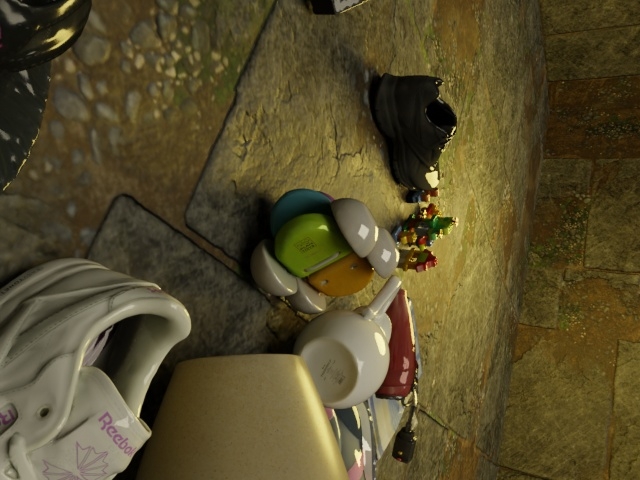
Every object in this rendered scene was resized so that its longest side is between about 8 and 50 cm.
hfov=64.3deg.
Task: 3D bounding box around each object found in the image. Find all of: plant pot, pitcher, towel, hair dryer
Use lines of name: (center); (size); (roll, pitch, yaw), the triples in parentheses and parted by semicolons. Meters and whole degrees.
plant pot: (-0.072, 0.250, 0.472); (0.257, 0.257, 0.273); (26, 56, -58)
pitcher: (0.050, 0.132, 0.708); (0.177, 0.126, 0.207); (-64, 164, 10)
towel: (0.139, 0.266, 1.014); (0.285, 0.034, 0.209); (-40, 125, -53)
hair dryer: (0.137, 0.224, 0.931); (0.223, 0.080, 0.293); (-60, 148, -66)

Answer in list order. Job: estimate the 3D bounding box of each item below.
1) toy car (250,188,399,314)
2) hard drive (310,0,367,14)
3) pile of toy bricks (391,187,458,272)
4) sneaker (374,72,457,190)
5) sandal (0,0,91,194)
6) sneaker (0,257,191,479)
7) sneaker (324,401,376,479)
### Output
toy car: (0.000, 0.000, 0.653); (0.182, 0.159, 0.136); (41, 24, -54)
hard drive: (0.050, -0.495, 0.639); (0.237, 0.064, 0.338); (-34, 127, -22)
pile of toy bricks: (0.232, -0.032, 1.059); (0.212, 0.105, 0.118); (-52, 136, -44)
sneaker: (0.197, -0.190, 0.956); (0.286, 0.130, 0.108); (53, 47, -50)
sandal: (-0.193, -0.223, 0.298); (0.168, 0.107, 0.444); (26, 72, -58)
sneaker: (-0.199, 0.125, 0.294); (0.305, 0.152, 0.114); (-58, 142, -37)
sneaker: (0.013, 0.346, 0.656); (0.131, 0.112, 0.318); (22, 40, -37)
